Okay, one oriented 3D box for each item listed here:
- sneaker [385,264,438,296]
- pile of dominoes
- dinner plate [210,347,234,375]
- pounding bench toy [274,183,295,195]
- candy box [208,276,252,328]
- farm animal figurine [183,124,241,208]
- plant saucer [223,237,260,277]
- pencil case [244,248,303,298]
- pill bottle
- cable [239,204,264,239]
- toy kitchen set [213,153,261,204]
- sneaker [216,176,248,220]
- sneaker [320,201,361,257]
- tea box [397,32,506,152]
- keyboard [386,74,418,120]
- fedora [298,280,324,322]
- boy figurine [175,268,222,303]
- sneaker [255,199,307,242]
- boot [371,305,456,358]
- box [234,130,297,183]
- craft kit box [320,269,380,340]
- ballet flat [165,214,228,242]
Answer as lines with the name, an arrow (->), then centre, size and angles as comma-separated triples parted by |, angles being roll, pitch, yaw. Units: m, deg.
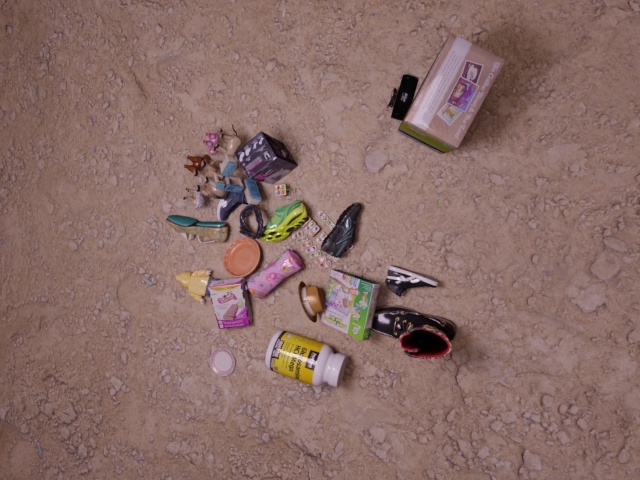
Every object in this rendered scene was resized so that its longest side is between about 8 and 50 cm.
sneaker -> 0.383, 0.192, 1.713 | 0.216, 0.079, 0.121 | 19, 100, 24
pile of dominoes -> 0.000, 0.000, 1.839 | 0.196, 0.040, 0.251 | -44, 79, 13
dinner plate -> -0.489, 0.607, 2.015 | 0.141, 0.017, 0.141 | 0, 90, 17
pounding bench toy -> -0.163, -0.234, 1.870 | 0.083, 0.065, 0.052 | -5, 90, 17
candy box -> -0.422, 0.297, 1.898 | 0.159, 0.071, 0.233 | -7, 112, 3
farm animal figurine -> -0.486, -0.332, 1.893 | 0.330, 0.172, 0.327 | -20, 64, 39
plant saucer -> -0.373, 0.084, 1.929 | 0.200, 0.037, 0.200 | -7, 67, 18
pencil case -> -0.214, 0.154, 1.868 | 0.284, 0.124, 0.124 | -36, 81, 16
pill bottle -> -0.061, 0.532, 1.792 | 0.333, 0.188, 0.188 | 13, 95, 16
cable -> -0.312, -0.085, 1.861 | 0.184, 0.047, 0.151 | 21, 97, 44
toy kitchen set -> -0.341, -0.266, 1.759 | 0.166, 0.207, 0.122 | -47, 52, 37
sneaker -> -0.396, -0.173, 1.932 | 0.163, 0.086, 0.226 | 27, 98, 17
sneaker -> 0.109, -0.046, 1.781 | 0.106, 0.101, 0.267 | 34, 89, -11
tea box -> 0.473, -0.529, 1.518 | 0.220, 0.323, 0.329 | 27, 99, 1
keyboard -> 0.347, -0.616, 1.730 | 0.100, 0.038, 0.192 | 16, 95, -7
fedora -> -0.032, 0.263, 1.783 | 0.079, 0.194, 0.194 | -22, 85, 11
boy figurine -> -0.591, 0.226, 1.999 | 0.285, 0.092, 0.177 | 11, 95, 17
sneaker -> -0.180, -0.086, 1.873 | 0.295, 0.109, 0.123 | -30, 45, 25
boot -> 0.350, 0.364, 1.611 | 0.377, 0.284, 0.138 | 10, 94, 16
box -> -0.238, -0.357, 1.795 | 0.163, 0.247, 0.142 | -34, 80, 15
craft kit box -> 0.125, 0.274, 1.747 | 0.250, 0.061, 0.247 | 15, 98, 44
ballet flat -> -0.616, -0.049, 1.995 | 0.348, 0.123, 0.123 | 8, 94, 17
